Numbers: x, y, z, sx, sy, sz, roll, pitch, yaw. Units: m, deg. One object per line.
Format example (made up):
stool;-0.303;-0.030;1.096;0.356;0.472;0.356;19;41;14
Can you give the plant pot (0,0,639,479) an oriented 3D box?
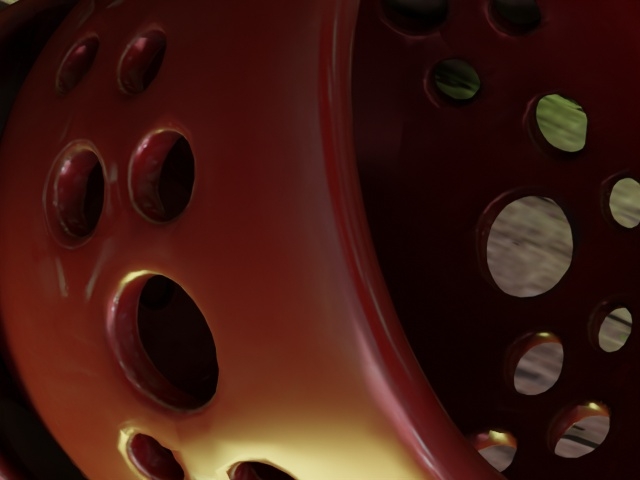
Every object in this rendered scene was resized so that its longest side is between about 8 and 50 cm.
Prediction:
plant pot;0.000;0.000;0.516;0.174;0.191;0.191;-15;134;41
